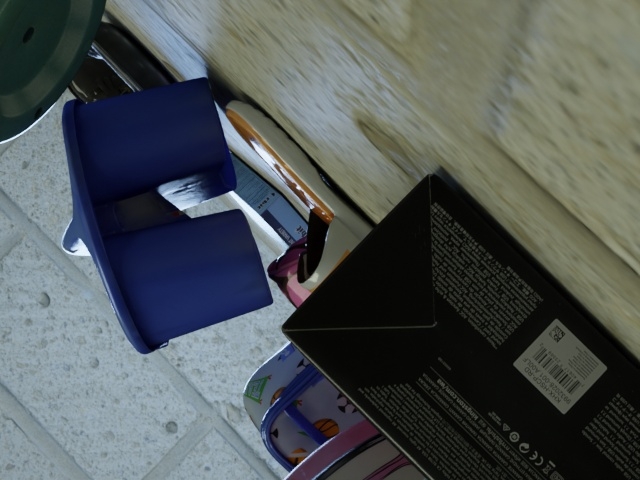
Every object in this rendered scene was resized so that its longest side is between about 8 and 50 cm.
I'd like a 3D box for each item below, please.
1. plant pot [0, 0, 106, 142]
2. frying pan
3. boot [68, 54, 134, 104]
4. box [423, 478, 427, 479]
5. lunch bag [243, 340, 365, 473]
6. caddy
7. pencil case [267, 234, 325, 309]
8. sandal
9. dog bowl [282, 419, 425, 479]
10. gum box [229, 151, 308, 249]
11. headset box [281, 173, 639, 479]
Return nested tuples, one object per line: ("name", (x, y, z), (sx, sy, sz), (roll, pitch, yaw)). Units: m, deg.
("plant pot", (-0.319, -0.212, 0.802), (0.255, 0.271, 0.271), (30, 175, 4))
("frying pan", (-0.244, -0.214, 1.325), (0.197, 0.053, 0.326), (47, 178, -21))
("boot", (-0.269, -0.182, 1.432), (0.263, 0.091, 0.229), (35, -173, -4))
("box", (0.109, 0.227, 0.824), (0.060, 0.244, 0.100), (43, 174, 31))
("lunch bag", (0.065, 0.221, 1.223), (0.303, 0.243, 0.115), (49, 175, -30))
("caddy", (-0.160, -0.019, 0.989), (0.341, 0.179, 0.241), (119, 133, -85))
("pencil case", (0.050, 0.073, 0.962), (0.209, 0.098, 0.095), (48, 171, -12))
("sandal", (-0.002, -0.001, 0.858), (0.265, 0.076, 0.102), (46, 176, -7))
("dog bowl", (0.090, 0.343, 1.040), (0.408, 0.408, 0.150), (49, 177, -41))
("gum box", (-0.069, -0.040, 1.383), (0.157, 0.041, 0.184), (49, 175, -41))
("headset box", (0.090, 0.091, 0.615), (0.218, 0.110, 0.293), (44, 176, 2))
